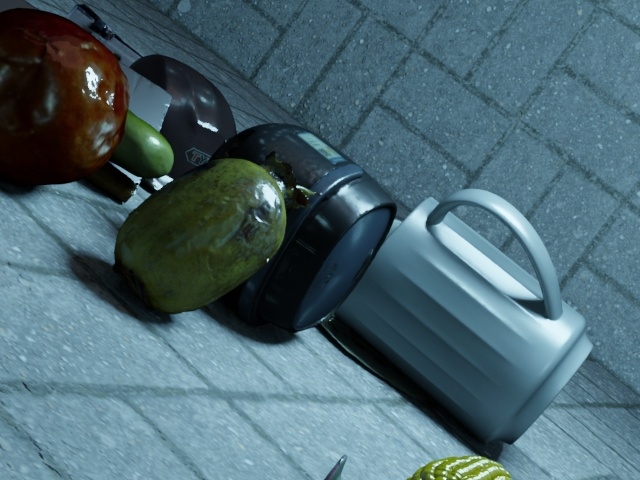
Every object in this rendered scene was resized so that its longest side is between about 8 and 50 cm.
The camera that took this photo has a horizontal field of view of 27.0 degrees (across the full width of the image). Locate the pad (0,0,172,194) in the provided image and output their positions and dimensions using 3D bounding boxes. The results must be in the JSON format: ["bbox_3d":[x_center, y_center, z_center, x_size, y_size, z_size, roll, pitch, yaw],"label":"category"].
[{"bbox_3d":[-0.363,-0.215,1.916,0.300,0.005,0.202,32,52,-23],"label":"pad"}]

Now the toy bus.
[{"bbox_3d":[-0.362,-0.310,2.498,0.317,0.112,0.138,41,0,23],"label":"toy bus"}]

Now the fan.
[{"bbox_3d":[0.002,0.109,2.002,0.415,0.012,0.233,38,8,-5],"label":"fan"}]

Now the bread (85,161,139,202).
[{"bbox_3d":[-0.293,-0.085,1.837,0.083,0.036,0.047,35,18,-15],"label":"bread"}]

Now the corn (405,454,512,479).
[{"bbox_3d":[0.150,0.282,1.455,0.093,0.093,0.244,39,8,18],"label":"corn"}]

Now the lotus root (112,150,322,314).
[{"bbox_3d":[-0.115,-0.023,1.534,0.154,0.278,0.154,45,-26,29],"label":"lotus root"}]

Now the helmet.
[{"bbox_3d":[-0.228,-0.181,2.123,0.225,0.177,0.305,29,10,-47],"label":"helmet"}]

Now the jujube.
[{"bbox_3d":[-0.339,-0.172,1.634,0.223,0.223,0.318,36,2,-1],"label":"jujube"}]

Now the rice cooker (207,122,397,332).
[{"bbox_3d":[-0.050,-0.022,1.751,0.224,0.267,0.267,37,9,15],"label":"rice cooker"}]

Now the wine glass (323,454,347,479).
[{"bbox_3d":[0.064,0.274,1.258,0.155,0.073,0.073,35,9,7],"label":"wine glass"}]

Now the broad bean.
[{"bbox_3d":[-0.277,-0.140,1.849,0.174,0.082,0.124,39,-4,29],"label":"broad bean"}]

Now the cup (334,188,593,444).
[{"bbox_3d":[0.234,0.096,1.951,0.327,0.323,0.237,39,37,9],"label":"cup"}]

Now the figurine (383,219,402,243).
[{"bbox_3d":[0.011,-0.039,2.150,0.283,0.204,0.338,23,8,26],"label":"figurine"}]
